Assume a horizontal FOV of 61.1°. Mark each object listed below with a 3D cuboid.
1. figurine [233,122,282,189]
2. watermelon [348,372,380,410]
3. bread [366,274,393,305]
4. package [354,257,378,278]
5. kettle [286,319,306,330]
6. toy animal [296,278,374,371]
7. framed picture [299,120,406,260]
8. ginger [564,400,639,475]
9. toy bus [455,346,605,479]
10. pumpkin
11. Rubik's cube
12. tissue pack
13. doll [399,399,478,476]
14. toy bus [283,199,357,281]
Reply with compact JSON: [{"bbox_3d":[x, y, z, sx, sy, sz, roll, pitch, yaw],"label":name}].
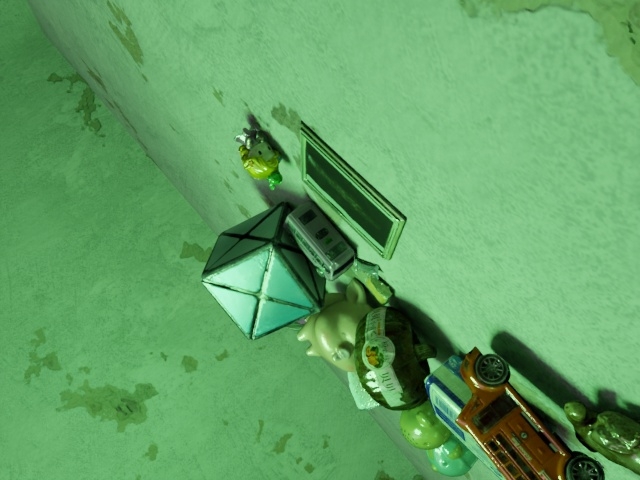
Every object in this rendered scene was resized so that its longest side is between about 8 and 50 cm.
[{"bbox_3d":[-0.149,-0.190,1.319,0.156,0.094,0.115,52,154,3],"label":"figurine"},{"bbox_3d":[0.170,0.430,1.702,0.289,0.213,0.320,45,178,4],"label":"watermelon"},{"bbox_3d":[0.147,0.121,1.371,0.083,0.035,0.070,50,166,22],"label":"bread"},{"bbox_3d":[0.115,0.069,1.353,0.110,0.015,0.037,-161,64,-63],"label":"package"},{"bbox_3d":[-0.074,0.225,1.960,0.271,0.207,0.251,21,147,42],"label":"kettle"},{"bbox_3d":[0.066,0.257,1.606,0.237,0.269,0.326,53,-164,-14],"label":"toy animal"},{"bbox_3d":[0.054,-0.092,1.142,0.293,0.018,0.231,45,164,16],"label":"framed picture"},{"bbox_3d":[0.477,0.310,0.823,0.166,0.080,0.333,42,174,-8],"label":"ginger"},{"bbox_3d":[0.361,0.355,0.994,0.329,0.153,0.143,52,-174,25],"label":"toy bus"},{"bbox_3d":[0.197,0.294,1.354,0.260,0.189,0.261,-16,-90,-73],"label":"pumpkin"},{"bbox_3d":[-0.147,0.083,1.524,0.259,0.260,0.255,53,-160,-24],"label":"Rubik's cube"},{"bbox_3d":[0.381,0.408,1.232,0.269,0.137,0.209,39,163,43],"label":"tissue pack"},{"bbox_3d":[0.366,0.619,1.730,0.261,0.161,0.177,50,167,-13],"label":"doll"},{"bbox_3d":[0.000,0.000,1.375,0.199,0.096,0.108,49,161,10],"label":"toy bus"}]
